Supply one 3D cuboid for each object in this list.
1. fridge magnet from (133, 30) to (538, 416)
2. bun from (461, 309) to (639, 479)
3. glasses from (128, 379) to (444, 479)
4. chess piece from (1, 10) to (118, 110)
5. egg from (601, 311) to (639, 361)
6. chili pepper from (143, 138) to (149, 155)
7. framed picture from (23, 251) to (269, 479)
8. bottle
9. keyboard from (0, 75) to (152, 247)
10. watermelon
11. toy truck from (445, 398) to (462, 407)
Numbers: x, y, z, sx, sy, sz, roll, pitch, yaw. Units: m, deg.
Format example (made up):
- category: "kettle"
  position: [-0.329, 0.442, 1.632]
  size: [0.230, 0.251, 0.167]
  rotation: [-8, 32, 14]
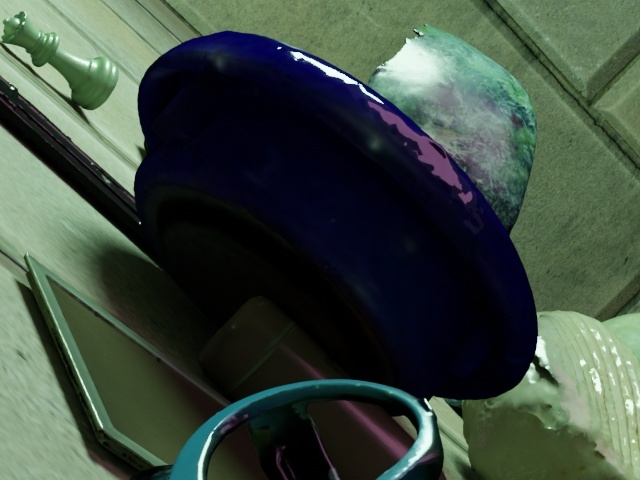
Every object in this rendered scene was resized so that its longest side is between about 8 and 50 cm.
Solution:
- category: "fridge magnet"
  position: [0.000, 0.000, 0.897]
  size: [0.265, 0.113, 0.265]
  rotation: [34, -23, 17]
- category: "bun"
  position: [0.212, 0.172, 1.329]
  size: [0.239, 0.141, 0.239]
  rotation: [36, 32, -26]
- category: "glasses"
  position: [0.048, 0.142, 0.531]
  size: [0.207, 0.102, 0.239]
  rotation: [41, 6, -31]
- category: "chess piece"
  position: [-0.195, -0.134, 1.196]
  size: [0.093, 0.042, 0.042]
  rotation: [33, 11, -33]
- category: "egg"
  position: [0.382, 0.225, 1.641]
  size: [0.352, 0.258, 0.258]
  rotation: [45, 5, 6]
- category: "chili pepper"
  position: [-0.092, -0.063, 1.246]
  size: [0.072, 0.073, 0.204]
  rotation: [24, 1, -20]
- category: "framed picture"
  position: [-0.050, 0.088, 0.703]
  size: [0.183, 0.011, 0.142]
  rotation: [41, 7, -35]
- category: "bottle"
  position: [0.001, 0.092, 0.836]
  size: [0.140, 0.053, 0.053]
  rotation: [44, 5, 1]
- category: "keyboard"
  position: [-0.134, -0.034, 0.994]
  size: [0.204, 0.013, 0.061]
  rotation: [43, 6, -18]
- category: "watermelon"
  position: [0.029, -0.044, 1.230]
  size: [0.148, 0.318, 0.226]
  rotation: [38, -33, -23]
- category: "toy truck"
  position: [0.190, 0.142, 1.572]
  size: [0.178, 0.115, 0.080]
  rotation: [50, 7, 36]
